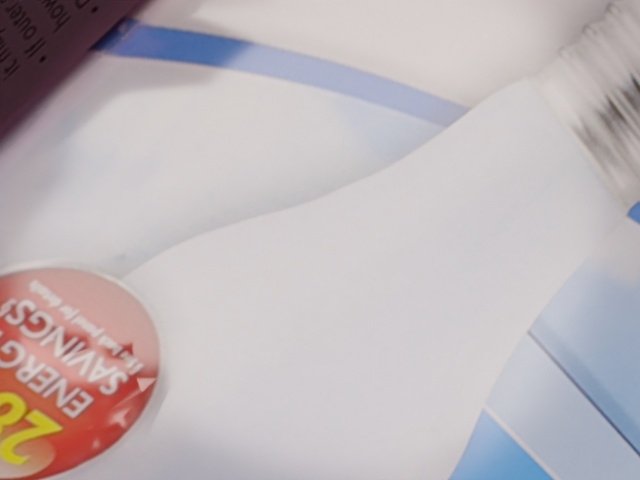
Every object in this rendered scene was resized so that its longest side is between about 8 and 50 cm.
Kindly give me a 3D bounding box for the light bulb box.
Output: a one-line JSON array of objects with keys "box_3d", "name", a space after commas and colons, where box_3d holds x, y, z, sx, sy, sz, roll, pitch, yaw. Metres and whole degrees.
[{"box_3d": [0.000, 0.000, 0.511, 0.361, 0.225, 0.358, -43, 129, 4], "name": "light bulb box"}]
